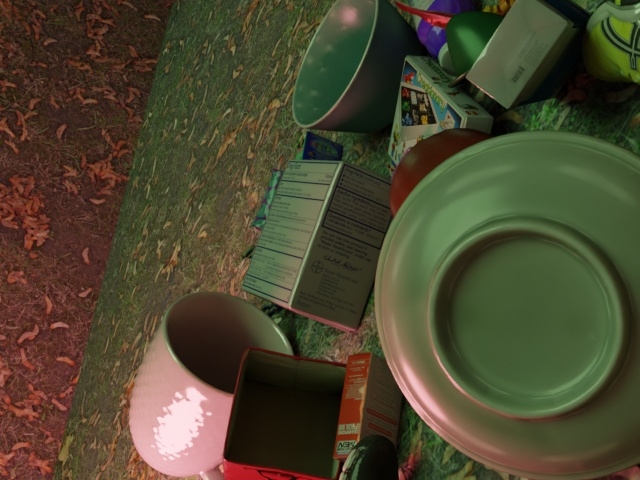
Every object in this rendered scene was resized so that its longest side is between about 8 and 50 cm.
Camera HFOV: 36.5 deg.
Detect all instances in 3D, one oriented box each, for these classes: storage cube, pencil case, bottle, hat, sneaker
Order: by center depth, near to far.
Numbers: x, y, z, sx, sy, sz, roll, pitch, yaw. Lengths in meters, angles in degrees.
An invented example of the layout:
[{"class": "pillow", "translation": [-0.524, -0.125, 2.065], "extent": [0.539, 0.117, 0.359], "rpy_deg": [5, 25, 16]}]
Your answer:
[{"class": "sneaker", "translation": [0.433, -0.219, 1.148], "extent": [0.385, 0.145, 0.147], "rpy_deg": [-175, 95, -71]}, {"class": "sneaker", "translation": [0.094, 0.430, 1.386], "extent": [0.162, 0.106, 0.281], "rpy_deg": [6, 84, 58]}, {"class": "hat", "translation": [0.231, -0.357, 1.534], "extent": [0.208, 0.183, 0.173], "rpy_deg": [-27, 1, 19]}, {"class": "storage cube", "translation": [-0.057, 0.306, 1.604], "extent": [0.193, 0.184, 0.215], "rpy_deg": [102, 178, -67]}, {"class": "bottle", "translation": [0.229, -0.407, 1.780], "extent": [0.118, 0.092, 0.283], "rpy_deg": [-56, 27, 35]}, {"class": "pencil case", "translation": [-0.110, -0.088, 2.259], "extent": [0.070, 0.064, 0.151], "rpy_deg": [21, 88, 41]}]

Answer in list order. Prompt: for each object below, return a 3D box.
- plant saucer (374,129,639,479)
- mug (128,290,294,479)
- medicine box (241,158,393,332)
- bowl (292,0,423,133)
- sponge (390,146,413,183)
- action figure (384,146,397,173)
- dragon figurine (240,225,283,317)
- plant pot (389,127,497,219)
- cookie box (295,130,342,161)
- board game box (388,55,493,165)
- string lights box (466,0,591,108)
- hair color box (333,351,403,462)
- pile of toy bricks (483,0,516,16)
[{"class": "plant saucer", "translation": [0.231, 0.079, 1.061], "extent": [0.400, 0.100, 0.400], "rpy_deg": [3, 96, 26]}, {"class": "mug", "translation": [-0.216, 0.345, 1.928], "extent": [0.374, 0.276, 0.328], "rpy_deg": [52, 129, 28]}, {"class": "medicine box", "translation": [0.000, 0.000, 1.854], "extent": [0.263, 0.149, 0.289], "rpy_deg": [13, 82, 66]}, {"class": "bowl", "translation": [0.090, -0.338, 1.929], "extent": [0.311, 0.163, 0.311], "rpy_deg": [-45, 34, 42]}, {"class": "sponge", "translation": [0.158, -0.038, 1.603], "extent": [0.117, 0.031, 0.210], "rpy_deg": [116, 150, -61]}, {"class": "action figure", "translation": [0.144, -0.147, 1.826], "extent": [0.038, 0.030, 0.115], "rpy_deg": [-50, 32, 28]}, {"class": "dragon figurine", "translation": [-0.066, 0.027, 2.047], "extent": [0.289, 0.144, 0.085], "rpy_deg": [-54, 18, -17]}, {"class": "plant pot", "translation": [0.221, -0.031, 1.316], "extent": [0.272, 0.272, 0.265], "rpy_deg": [-63, 16, 12]}, {"class": "cookie box", "translation": [-0.007, -0.167, 2.077], "extent": [0.040, 0.092, 0.107], "rpy_deg": [-35, 40, 55]}, {"class": "board game box", "translation": [0.193, -0.173, 1.636], "extent": [0.305, 0.053, 0.193], "rpy_deg": [-115, 30, -58]}, {"class": "string lights box", "translation": [0.305, -0.262, 1.340], "extent": [0.133, 0.077, 0.260], "rpy_deg": [-57, -16, 24]}, {"class": "hair color box", "translation": [0.078, 0.271, 1.524], "extent": [0.053, 0.093, 0.167], "rpy_deg": [-14, 56, 40]}, {"class": "pile of toy bricks", "translation": [0.318, -0.416, 1.586], "extent": [0.212, 0.105, 0.118], "rpy_deg": [-43, 35, 44]}]
